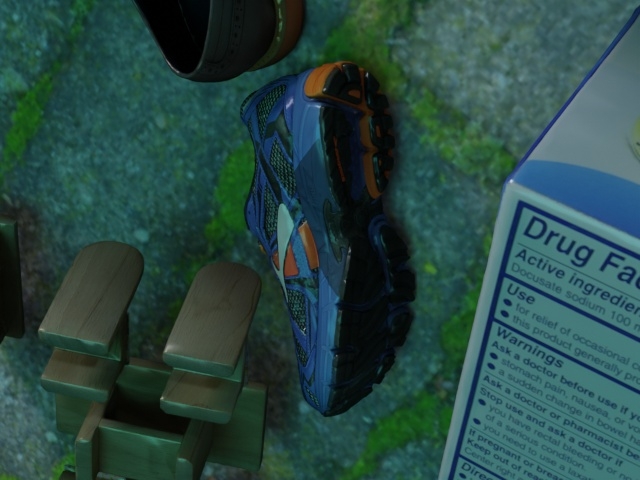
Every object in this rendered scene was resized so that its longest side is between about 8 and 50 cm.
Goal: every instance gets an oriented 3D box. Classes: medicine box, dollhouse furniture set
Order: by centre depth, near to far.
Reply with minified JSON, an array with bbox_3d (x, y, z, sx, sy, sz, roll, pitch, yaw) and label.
[{"bbox_3d":[0.211,0.079,0.656,0.263,0.149,0.289,26,142,18],"label":"medicine box"},{"bbox_3d":[-0.151,0.086,0.922,0.242,0.161,0.212,10,128,5],"label":"dollhouse furniture set"}]

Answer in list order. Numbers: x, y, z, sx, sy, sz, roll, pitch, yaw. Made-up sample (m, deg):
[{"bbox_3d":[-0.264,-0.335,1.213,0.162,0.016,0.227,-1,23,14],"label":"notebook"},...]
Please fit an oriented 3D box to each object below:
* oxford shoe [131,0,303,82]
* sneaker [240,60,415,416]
[{"bbox_3d":[-0.096,-0.220,0.795,0.097,0.098,0.271,-21,97,33],"label":"oxford shoe"},{"bbox_3d":[0.000,0.000,0.849,0.087,0.083,0.221,8,107,40],"label":"sneaker"}]
